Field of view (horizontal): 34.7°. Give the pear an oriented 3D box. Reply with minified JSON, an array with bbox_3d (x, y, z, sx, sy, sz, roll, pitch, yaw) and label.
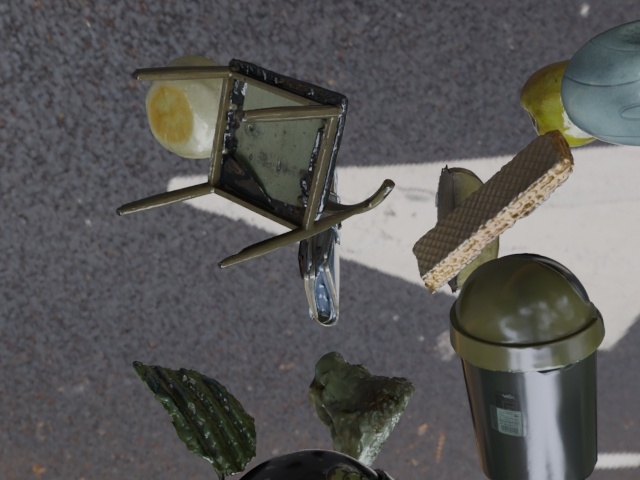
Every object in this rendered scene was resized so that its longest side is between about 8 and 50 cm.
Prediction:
[{"bbox_3d":[0.526,-0.291,2.159,0.200,0.200,0.200,-18,137,-18],"label":"pear"}]

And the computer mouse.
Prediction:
[{"bbox_3d":[0.524,-0.222,1.429,0.371,0.122,0.188,-13,122,20],"label":"computer mouse"}]

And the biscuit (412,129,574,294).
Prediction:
[{"bbox_3d":[0.293,-0.048,1.792,0.054,0.094,0.378,23,131,-30],"label":"biscuit"}]

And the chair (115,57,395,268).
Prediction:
[{"bbox_3d":[-0.057,-0.095,1.093,0.272,0.188,0.166,-13,120,-50],"label":"chair"}]

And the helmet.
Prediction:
[{"bbox_3d":[-0.029,0.323,1.144,0.279,0.160,0.230,-43,-178,28],"label":"helmet"}]

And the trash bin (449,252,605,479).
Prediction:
[{"bbox_3d":[0.297,0.171,1.447,0.214,0.214,0.334,-19,113,-16],"label":"trash bin"}]

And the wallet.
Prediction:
[{"bbox_3d":[0.000,0.000,1.611,0.069,0.231,0.170,-1,140,2],"label":"wallet"}]

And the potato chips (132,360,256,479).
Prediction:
[{"bbox_3d":[-0.155,0.214,1.308,0.092,0.207,0.028,-30,149,-27],"label":"potato chips"}]

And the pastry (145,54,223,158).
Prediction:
[{"bbox_3d":[-0.194,-0.201,1.546,0.092,0.156,0.156,-28,149,-53],"label":"pastry"}]

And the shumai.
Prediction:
[{"bbox_3d":[0.056,0.332,2.027,0.222,0.203,0.272,-59,175,-3],"label":"shumai"}]

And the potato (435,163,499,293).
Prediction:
[{"bbox_3d":[0.279,-0.019,1.963,0.098,0.243,0.138,-1,176,-9],"label":"potato"}]
